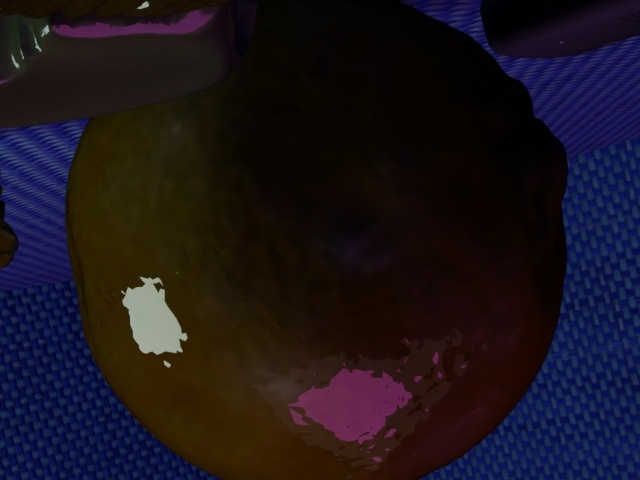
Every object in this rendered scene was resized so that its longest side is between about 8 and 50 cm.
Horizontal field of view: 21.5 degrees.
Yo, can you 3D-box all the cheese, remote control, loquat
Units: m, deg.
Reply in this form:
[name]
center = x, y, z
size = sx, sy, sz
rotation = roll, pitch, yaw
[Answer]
[cheese]
center = -0.123, -0.103, 0.750
size = 0.202, 0.091, 0.175
rotation = -13, 175, -6
[remote control]
center = 0.252, -0.183, 1.094
size = 0.296, 0.056, 0.140
rotation = -17, 176, 39
[loquat]
center = 0.000, 0.000, 1.041
size = 0.328, 0.328, 0.328
rotation = -13, 176, -1

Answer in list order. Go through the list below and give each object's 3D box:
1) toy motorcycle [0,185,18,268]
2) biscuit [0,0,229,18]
[toy motorcycle]
center = -0.322, -0.009, 1.114
size = 0.206, 0.142, 0.342
rotation = 33, -169, 18
[biscuit]
center = 0.023, -0.147, 0.487
size = 0.318, 0.040, 0.318
rotation = -23, 169, -5
